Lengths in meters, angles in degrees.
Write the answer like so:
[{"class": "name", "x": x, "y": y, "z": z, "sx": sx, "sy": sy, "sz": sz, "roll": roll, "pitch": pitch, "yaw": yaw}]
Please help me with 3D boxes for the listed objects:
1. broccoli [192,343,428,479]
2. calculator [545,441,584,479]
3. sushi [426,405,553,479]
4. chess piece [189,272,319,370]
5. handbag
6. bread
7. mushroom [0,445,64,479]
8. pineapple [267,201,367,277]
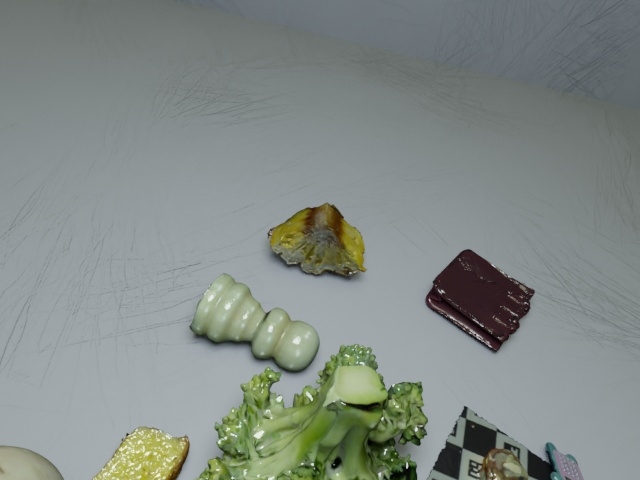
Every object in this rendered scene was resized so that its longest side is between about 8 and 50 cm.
[{"class": "broccoli", "x": 0.003, "y": 0.316, "z": 0.726, "sx": 0.338, "sy": 0.317, "sz": 0.277, "roll": 35, "pitch": 16, "yaw": -37}, {"class": "calculator", "x": 0.453, "y": 0.434, "z": 0.852, "sx": 0.094, "sy": 0.019, "sz": 0.141, "roll": 31, "pitch": 26, "yaw": -4}, {"class": "sushi", "x": 0.331, "y": 0.478, "z": 0.777, "sx": 0.320, "sy": 0.068, "sz": 0.339, "roll": 33, "pitch": 47, "yaw": 18}, {"class": "chess piece", "x": -0.119, "y": 0.175, "z": 0.935, "sx": 0.243, "sy": 0.133, "sz": 0.133, "roll": 27, "pitch": 45, "yaw": 2}, {"class": "handbag", "x": 0.383, "y": 0.138, "z": 1.125, "sx": 0.216, "sy": 0.074, "sz": 0.203, "roll": 36, "pitch": 49, "yaw": 18}, {"class": "bread", "x": -0.290, "y": 0.373, "z": 0.725, "sx": 0.103, "sy": 0.065, "sz": 0.187, "roll": 24, "pitch": 47, "yaw": 12}, {"class": "mushroom", "x": -0.487, "y": 0.358, "z": 0.531, "sx": 0.336, "sy": 0.314, "sz": 0.314, "roll": 25, "pitch": 45, "yaw": 10}, {"class": "pineapple", "x": 0.000, "y": 0.000, "z": 1.079, "sx": 0.237, "sy": 0.186, "sz": 0.114, "roll": 10, "pitch": 46, "yaw": -14}]
